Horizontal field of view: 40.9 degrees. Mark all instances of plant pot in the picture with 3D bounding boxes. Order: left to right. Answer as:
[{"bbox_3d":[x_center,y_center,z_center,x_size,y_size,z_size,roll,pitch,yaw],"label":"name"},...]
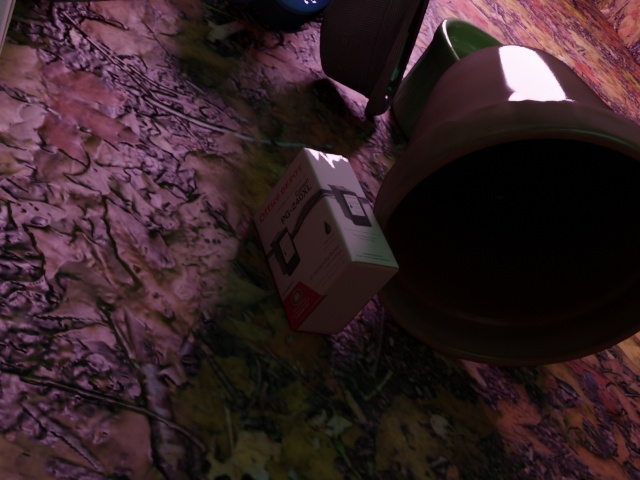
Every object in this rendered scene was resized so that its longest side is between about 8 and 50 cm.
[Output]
[{"bbox_3d":[0.219,-0.068,0.957,0.323,0.323,0.280,31,38,-20],"label":"plant pot"}]

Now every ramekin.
[{"bbox_3d":[0.259,-0.193,1.355,0.303,0.148,0.303,30,33,-22],"label":"ramekin"}]

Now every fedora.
[{"bbox_3d":[0.076,-0.311,1.209,0.124,0.275,0.244,22,59,5],"label":"fedora"}]

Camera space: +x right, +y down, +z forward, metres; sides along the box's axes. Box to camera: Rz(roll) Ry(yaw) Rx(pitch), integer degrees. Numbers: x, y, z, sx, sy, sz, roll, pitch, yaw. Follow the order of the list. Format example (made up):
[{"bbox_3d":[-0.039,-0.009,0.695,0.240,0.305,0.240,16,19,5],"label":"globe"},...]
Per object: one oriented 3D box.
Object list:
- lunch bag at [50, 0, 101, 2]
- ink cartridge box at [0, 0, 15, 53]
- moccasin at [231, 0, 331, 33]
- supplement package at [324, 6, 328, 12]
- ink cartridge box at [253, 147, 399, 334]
[{"bbox_3d":[-0.279,-0.379,0.954,0.262,0.160,0.223,26,33,-17],"label":"lunch bag"},{"bbox_3d":[-0.341,-0.235,0.680,0.188,0.097,0.255,22,56,-32],"label":"ink cartridge box"},{"bbox_3d":[-0.048,-0.379,1.270,0.137,0.117,0.342,42,31,-17],"label":"moccasin"},{"bbox_3d":[0.020,-0.541,1.515,0.204,0.145,0.262,42,30,-3],"label":"supplement package"},{"bbox_3d":[0.000,0.000,0.848,0.063,0.109,0.150,9,44,-37],"label":"ink cartridge box"}]
